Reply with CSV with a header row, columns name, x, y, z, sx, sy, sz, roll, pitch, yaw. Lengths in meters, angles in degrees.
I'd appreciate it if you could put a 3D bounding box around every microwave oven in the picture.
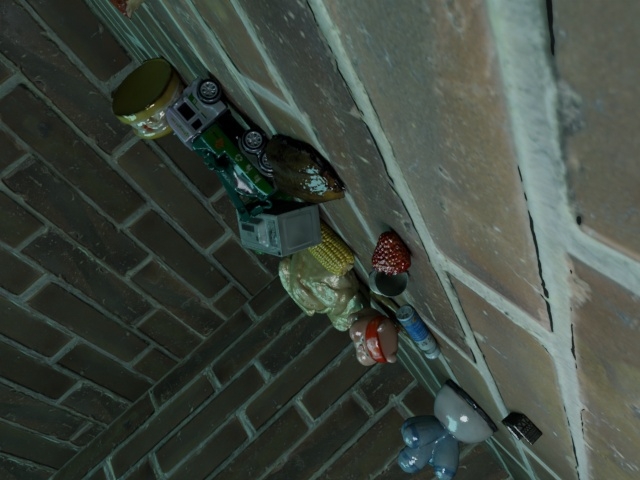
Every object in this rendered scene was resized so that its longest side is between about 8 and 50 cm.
name,x,y,z,sx,sy,sz,roll,pitch,yaw
microwave oven,-0.119,-0.044,1.404,0.208,0.162,0.123,11,113,49

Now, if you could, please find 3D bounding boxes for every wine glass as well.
name,x,y,z,sx,sy,sz,roll,pitch,yaw
wine glass,0.146,0.087,1.128,0.073,0.073,0.155,48,176,2

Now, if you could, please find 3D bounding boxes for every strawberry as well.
name,x,y,z,sx,sy,sz,roll,pitch,yaw
strawberry,0.129,0.022,0.917,0.073,0.073,0.083,-143,49,-62

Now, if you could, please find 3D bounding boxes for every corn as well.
name,x,y,z,sx,sy,sz,roll,pitch,yaw
corn,0.000,0.000,1.486,0.244,0.093,0.093,46,174,20

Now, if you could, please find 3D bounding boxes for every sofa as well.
name,x,y,z,sx,sy,sz,roll,pitch,yaw
sofa,0.469,0.439,1.187,0.060,0.039,0.118,46,174,15

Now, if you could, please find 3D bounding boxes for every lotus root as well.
name,x,y,z,sx,sy,sz,roll,pitch,yaw
lotus root,-0.047,-0.133,1.068,0.167,0.078,0.329,49,174,-22

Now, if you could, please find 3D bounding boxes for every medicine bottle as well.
name,x,y,z,sx,sy,sz,roll,pitch,yaw
medicine bottle,0.266,0.248,1.365,0.191,0.051,0.051,53,172,-31

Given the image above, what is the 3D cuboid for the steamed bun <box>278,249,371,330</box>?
name,x,y,z,sx,sy,sz,roll,pitch,yaw
steamed bun,0.009,0.157,1.813,0.324,0.230,0.372,38,166,44

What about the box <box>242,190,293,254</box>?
name,x,y,z,sx,sy,sz,roll,pitch,yaw
box,-0.182,-0.076,1.733,0.103,0.180,0.250,44,159,21

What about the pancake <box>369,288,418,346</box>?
name,x,y,z,sx,sy,sz,roll,pitch,yaw
pancake,0.245,0.246,1.589,0.250,0.031,0.250,47,174,6

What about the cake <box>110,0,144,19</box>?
name,x,y,z,sx,sy,sz,roll,pitch,yaw
cake,-0.458,-0.583,1.083,0.220,0.086,0.117,48,172,-6

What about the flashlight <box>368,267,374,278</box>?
name,x,y,z,sx,sy,sz,roll,pitch,yaw
flashlight,0.145,0.097,1.337,0.057,0.035,0.121,48,174,-1

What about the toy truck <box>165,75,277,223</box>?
name,x,y,z,sx,sy,sz,roll,pitch,yaw
toy truck,-0.232,-0.233,1.297,0.363,0.178,0.176,52,174,-3

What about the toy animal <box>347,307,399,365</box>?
name,x,y,z,sx,sy,sz,roll,pitch,yaw
toy animal,0.169,0.303,1.604,0.171,0.171,0.198,50,180,-13

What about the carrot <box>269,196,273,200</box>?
name,x,y,z,sx,sy,sz,roll,pitch,yaw
carrot,-0.149,-0.165,1.485,0.047,0.047,0.191,51,-167,-25

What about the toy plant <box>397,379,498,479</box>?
name,x,y,z,sx,sy,sz,roll,pitch,yaw
toy plant,0.404,0.672,1.739,0.247,0.332,0.247,47,176,4

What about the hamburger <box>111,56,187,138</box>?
name,x,y,z,sx,sy,sz,roll,pitch,yaw
hamburger,-0.588,-0.500,1.810,0.186,0.260,0.303,50,-167,-55
